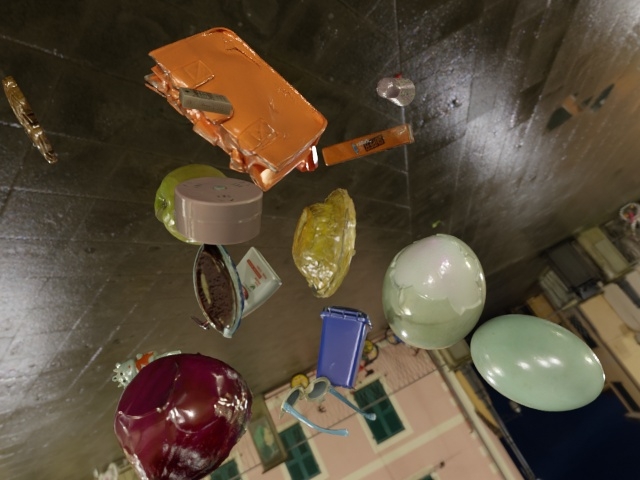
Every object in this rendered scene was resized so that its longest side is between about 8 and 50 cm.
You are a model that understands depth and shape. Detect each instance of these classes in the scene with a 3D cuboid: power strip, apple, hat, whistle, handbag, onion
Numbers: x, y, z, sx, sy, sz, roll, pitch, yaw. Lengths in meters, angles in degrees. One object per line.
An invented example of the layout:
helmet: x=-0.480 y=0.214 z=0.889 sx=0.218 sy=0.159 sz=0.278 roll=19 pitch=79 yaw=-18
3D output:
power strip: x=-0.178 y=-0.056 z=0.756 sx=0.154 sy=0.154 sz=0.078 roll=-11 pitch=121 yaw=-36
apple: x=-0.444 y=-0.127 z=1.548 sx=0.254 sy=0.292 sz=0.292 roll=0 pitch=144 yaw=-43
hat: x=0.164 y=-0.331 z=0.954 sx=0.042 sy=0.087 sz=0.058 roll=-47 pitch=161 yaw=-60
whistle: x=-0.629 y=0.462 z=1.577 sx=0.253 sy=0.106 sz=0.102 roll=-17 pitch=124 yaw=-11
handbag: x=-0.202 y=-0.352 z=1.121 sx=0.116 sy=0.410 sz=0.303 roll=-45 pitch=-176 yaw=47
onion: x=-0.196 y=0.256 z=0.566 sx=0.195 sy=0.218 sz=0.140 roll=-16 pitch=132 yaw=34

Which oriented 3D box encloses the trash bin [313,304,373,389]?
trash bin: x=0.065 y=0.327 z=1.336 sx=0.162 sy=0.235 sz=0.184 roll=8 pitch=159 yaw=13

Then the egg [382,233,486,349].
egg: x=0.312 y=0.134 z=1.205 sx=0.278 sy=0.278 sz=0.336 roll=-19 pitch=128 yaw=-23

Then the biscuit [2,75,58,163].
biscuit: x=-0.770 y=-0.307 z=1.150 sx=0.041 sy=0.209 sz=0.290 roll=-30 pitch=-175 yaw=-24

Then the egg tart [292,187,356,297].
egg tart: x=0.000 y=0.000 z=1.695 sx=0.178 sy=0.443 sz=0.443 roll=11 pitch=143 yaw=-15

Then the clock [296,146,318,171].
clock: x=-0.069 y=-0.300 z=1.409 sx=0.061 sy=0.113 sz=0.155 roll=-44 pitch=159 yaw=-17

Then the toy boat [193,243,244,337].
toy boat: x=-0.257 y=0.118 z=1.114 sx=0.114 sy=0.262 sz=0.115 roll=-14 pitch=-176 yaw=4

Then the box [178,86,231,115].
box: x=-0.204 y=-0.245 z=0.764 sx=0.083 sy=0.053 sz=0.024 roll=4 pitch=121 yaw=-30

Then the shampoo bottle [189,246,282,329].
shampoo bottle: x=-0.259 y=0.167 z=1.295 sx=0.284 sy=0.153 sz=0.071 roll=-42 pitch=157 yaw=-3

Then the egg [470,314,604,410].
egg: x=0.676 y=0.383 z=1.373 sx=0.276 sy=0.388 sz=0.276 roll=16 pitch=90 yaw=-73

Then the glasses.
glasses: x=0.024 y=0.421 z=1.128 sx=0.220 sy=0.088 sz=0.189 roll=-3 pitch=176 yaw=41

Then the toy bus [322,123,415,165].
toy bus: x=0.195 y=-0.408 z=1.864 sx=0.408 sy=0.093 sz=0.092 roll=-12 pitch=-171 yaw=26
